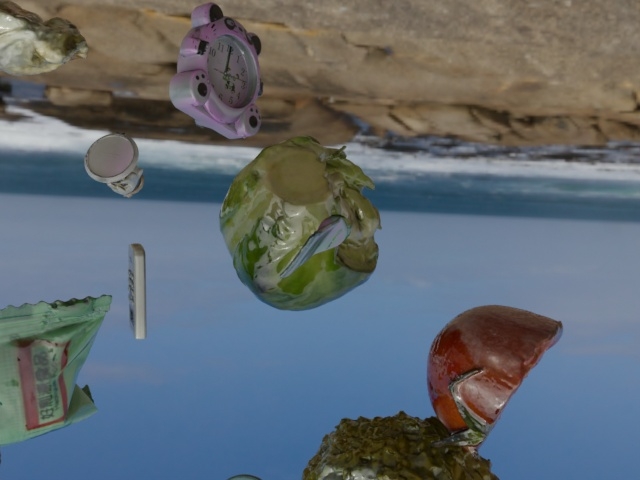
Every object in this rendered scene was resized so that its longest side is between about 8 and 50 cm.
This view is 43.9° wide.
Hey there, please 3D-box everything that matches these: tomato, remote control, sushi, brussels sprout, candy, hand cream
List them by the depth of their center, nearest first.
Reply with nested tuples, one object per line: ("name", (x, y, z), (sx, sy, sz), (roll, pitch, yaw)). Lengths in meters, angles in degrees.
("hand cream", (-0.001, -0.001, 1.253), (0.050, 0.079, 0.275), (13, -168, 11))
("tomato", (0.276, 0.204, 1.364), (0.170, 0.309, 0.309), (36, -170, 13))
("sushi", (0.146, 0.509, 1.457), (0.351, 0.396, 0.240), (-35, -169, 30))
("candy", (-0.534, 0.241, 1.481), (0.263, 0.398, 0.172), (-14, -131, -33))
("brussels sprout", (-0.043, -0.021, 1.566), (0.314, 0.276, 0.371), (-10, 145, 9))
("remote control", (-0.376, 0.101, 1.627), (0.029, 0.190, 0.087), (-2, -169, -22))

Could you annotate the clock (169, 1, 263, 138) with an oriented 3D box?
("clock", (-0.214, -0.363, 1.706), (0.090, 0.248, 0.227), (-4, 161, 36))

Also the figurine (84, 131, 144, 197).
("figurine", (-0.468, -0.165, 1.871), (0.132, 0.132, 0.154), (3, 157, 9))

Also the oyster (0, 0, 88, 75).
("oyster", (-0.411, -0.233, 0.843), (0.354, 0.107, 0.201), (20, -170, 25))

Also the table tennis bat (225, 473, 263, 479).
("table tennis bat", (-0.164, 0.569, 1.522), (0.153, 0.244, 0.040), (23, 180, 23))
